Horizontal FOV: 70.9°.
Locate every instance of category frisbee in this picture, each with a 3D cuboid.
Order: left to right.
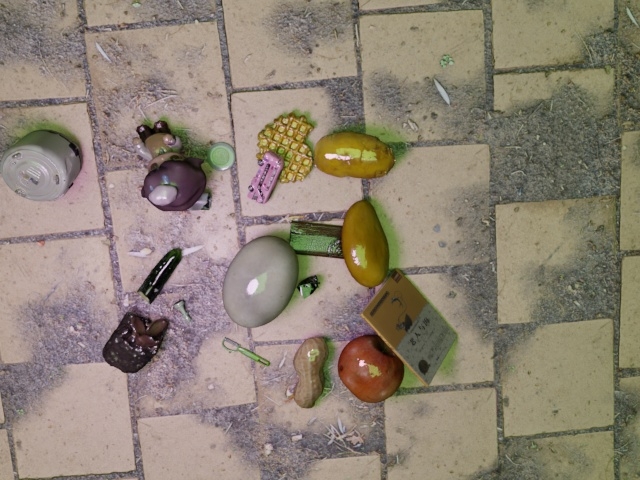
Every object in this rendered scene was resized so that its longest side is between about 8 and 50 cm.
[{"bbox_3d":[-0.378,-0.319,1.710,0.110,0.014,0.110,0,96,-2],"label":"frisbee"}]

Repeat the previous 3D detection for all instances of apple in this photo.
[{"bbox_3d":[0.186,0.492,1.716,0.253,0.253,0.253,0,96,-2],"label":"apple"}]

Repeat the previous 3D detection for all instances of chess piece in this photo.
[{"bbox_3d":[-0.537,0.282,1.762,0.042,0.042,0.093,-25,102,1],"label":"chess piece"}]

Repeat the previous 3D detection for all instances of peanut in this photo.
[{"bbox_3d":[-0.045,0.521,1.768,0.136,0.120,0.298,8,98,21],"label":"peanut"}]

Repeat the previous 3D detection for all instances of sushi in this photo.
[{"bbox_3d":[-0.043,0.174,1.744,0.084,0.083,0.056,-31,96,0],"label":"sushi"}]

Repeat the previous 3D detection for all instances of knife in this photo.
[{"bbox_3d":[-0.302,0.457,1.800,0.212,0.015,0.054,28,95,-5],"label":"knife"}]

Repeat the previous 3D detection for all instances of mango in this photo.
[{"bbox_3d":[0.163,0.018,1.691,0.195,0.142,0.332,-19,93,-43],"label":"mango"}]

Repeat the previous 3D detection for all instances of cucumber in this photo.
[{"bbox_3d":[-0.615,0.131,1.726,0.074,0.074,0.241,35,92,-5],"label":"cucumber"}]

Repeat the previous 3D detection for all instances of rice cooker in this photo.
[{"bbox_3d":[-0.976,-0.265,1.587,0.226,0.244,0.226,-6,124,-8],"label":"rice cooker"}]

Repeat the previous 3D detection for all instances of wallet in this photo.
[{"bbox_3d":[0.000,0.000,1.748,0.243,0.039,0.133,7,92,-5],"label":"wallet"}]

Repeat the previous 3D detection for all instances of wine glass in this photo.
[{"bbox_3d":[-0.514,-0.153,1.692,0.195,0.079,0.079,3,96,-1],"label":"wine glass"}]

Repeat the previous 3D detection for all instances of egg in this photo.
[{"bbox_3d":[-0.220,0.150,1.650,0.258,0.258,0.352,31,94,-5],"label":"egg"}]

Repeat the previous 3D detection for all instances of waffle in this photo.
[{"bbox_3d":[-0.117,-0.342,1.697,0.249,0.056,0.253,-31,95,4],"label":"waffle"}]

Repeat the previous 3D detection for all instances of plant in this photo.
[{"bbox_3d":[-0.692,0.374,1.692,0.178,0.204,0.234,36,105,-15],"label":"plant"}]

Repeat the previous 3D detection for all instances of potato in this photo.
[{"bbox_3d":[0.127,-0.315,1.667,0.300,0.140,0.173,6,103,3],"label":"potato"}]

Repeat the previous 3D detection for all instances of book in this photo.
[{"bbox_3d":[0.349,0.331,1.735,0.389,0.032,0.269,47,58,-7],"label":"book"}]

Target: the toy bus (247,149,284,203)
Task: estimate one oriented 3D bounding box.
[{"bbox_3d":[-0.203,-0.231,1.665,0.090,0.063,0.203,31,121,2],"label":"toy bus"}]

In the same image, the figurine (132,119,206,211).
[{"bbox_3d":[-0.533,-0.275,1.572,0.218,0.206,0.365,-15,77,-30],"label":"figurine"}]
